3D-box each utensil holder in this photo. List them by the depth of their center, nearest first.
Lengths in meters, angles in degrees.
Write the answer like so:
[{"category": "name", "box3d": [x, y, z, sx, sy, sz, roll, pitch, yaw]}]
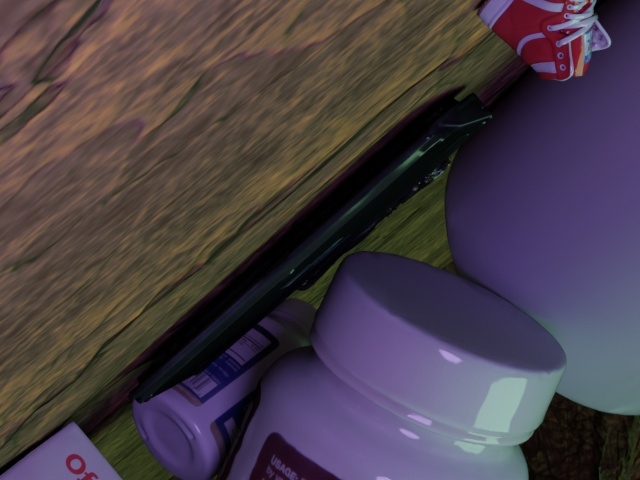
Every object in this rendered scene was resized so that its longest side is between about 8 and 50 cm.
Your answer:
[{"category": "utensil holder", "box3d": [0.322, -0.072, 1.428, 0.328, 0.327, 0.385, -35, 176, -39]}]

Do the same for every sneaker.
[{"category": "sneaker", "box3d": [0.135, -0.129, 0.959, 0.042, 0.067, 0.118, -37, 174, -32]}]

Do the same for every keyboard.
[{"category": "keyboard", "box3d": [0.000, 0.000, 1.326, 0.317, 0.033, 0.201, -41, 174, 20]}]

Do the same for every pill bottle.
[{"category": "pill bottle", "box3d": [0.025, 0.221, 1.418, 0.392, 0.224, 0.224, -66, 167, 17]}, {"category": "pill bottle", "box3d": [-0.066, 0.119, 1.511, 0.169, 0.094, 0.094, -36, 173, -34]}]

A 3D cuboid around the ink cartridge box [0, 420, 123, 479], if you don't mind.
[{"category": "ink cartridge box", "box3d": [-0.230, 0.280, 1.302, 0.233, 0.171, 0.168, -36, 175, -34]}]
